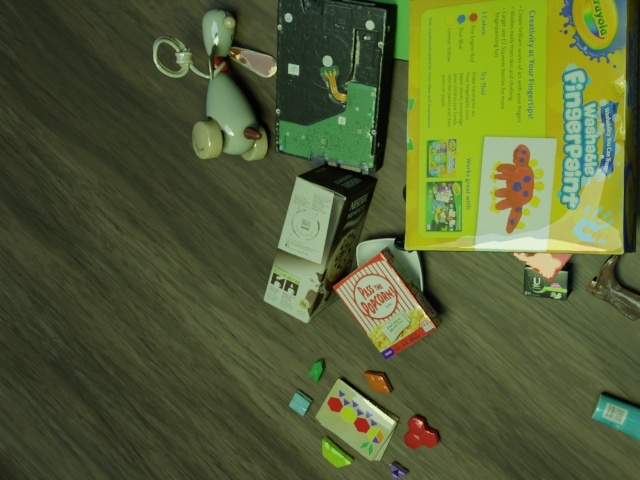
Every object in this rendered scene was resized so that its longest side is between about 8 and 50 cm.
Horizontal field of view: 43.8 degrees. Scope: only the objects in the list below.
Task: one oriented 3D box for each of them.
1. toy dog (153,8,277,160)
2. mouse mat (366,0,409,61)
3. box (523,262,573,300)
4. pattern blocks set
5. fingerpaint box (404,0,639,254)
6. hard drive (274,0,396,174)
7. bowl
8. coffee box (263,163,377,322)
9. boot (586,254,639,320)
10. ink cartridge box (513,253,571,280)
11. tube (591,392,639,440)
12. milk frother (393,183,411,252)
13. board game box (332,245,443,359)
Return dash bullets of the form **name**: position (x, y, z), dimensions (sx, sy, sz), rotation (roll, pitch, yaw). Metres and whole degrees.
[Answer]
- **toy dog**: position (-0.185, -0.318, 1.676), dimensions (0.161, 0.220, 0.334), rotation (-1, 117, 51)
- **mouse mat**: position (0.108, -0.429, 1.551), dimensions (0.189, 0.007, 0.153), rotation (17, 134, 22)
- **box**: position (0.440, 0.075, 1.539), dimensions (0.083, 0.052, 0.062), rotation (6, 109, 28)
- **pattern blocks set**: position (0.088, 0.419, 1.852), dimensions (0.325, 0.026, 0.285), rotation (42, 120, 10)
- **fingerpaint box**: position (0.348, -0.200, 1.378), dimensions (0.371, 0.163, 0.445), rotation (0, 89, 28)
- **hard drive**: position (0.025, -0.317, 1.606), dimensions (0.236, 0.064, 0.339), rotation (15, 120, 23)
- **bowl**: position (0.154, 0.058, 1.686), dimensions (0.142, 0.053, 0.142), rotation (-3, 105, 30)
- **coffee box**: position (0.000, 0.000, 1.683), dimensions (0.118, 0.168, 0.297), rotation (25, 117, 19)
- **boot**: position (0.569, 0.087, 1.482), dimensions (0.114, 0.037, 0.106), rotation (36, 132, 18)
- **ink cartridge box**: position (0.420, -0.067, 1.471), dimensions (0.189, 0.066, 0.232), rotation (38, 103, 16)
- **tube**: position (0.631, 0.360, 1.533), dimensions (0.207, 0.052, 0.080), rotation (22, 120, 15)
- **milk frother**: position (0.202, -0.060, 1.569), dimensions (0.129, 0.143, 0.135), rotation (-15, 101, 38)
- **board game box**: position (0.139, 0.132, 1.660), dimensions (0.146, 0.045, 0.193), rotation (-39, 85, 32)
